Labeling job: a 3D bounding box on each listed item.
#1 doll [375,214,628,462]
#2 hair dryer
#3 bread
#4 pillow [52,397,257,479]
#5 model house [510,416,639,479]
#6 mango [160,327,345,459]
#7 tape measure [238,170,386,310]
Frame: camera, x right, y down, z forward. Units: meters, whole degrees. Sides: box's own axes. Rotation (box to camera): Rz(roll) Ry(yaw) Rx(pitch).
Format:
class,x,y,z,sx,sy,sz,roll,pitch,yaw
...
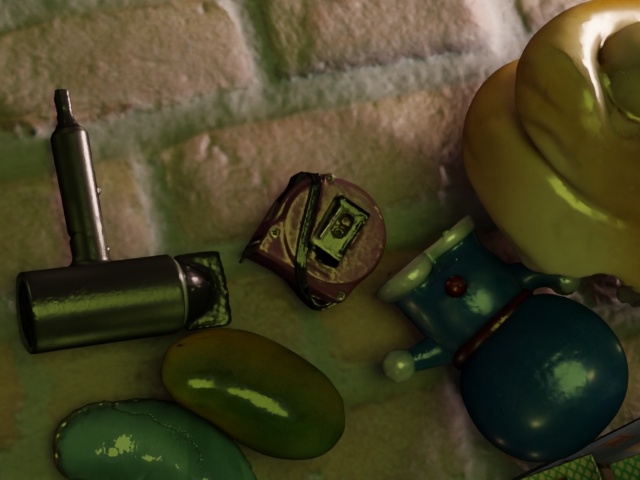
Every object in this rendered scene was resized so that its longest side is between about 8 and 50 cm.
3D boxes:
class,x,y,z,sx,sy,sz,roll,pitch,yaw
doll,0.176,0.101,1.754,0.215,0.161,0.257,-40,80,-6
hair dryer,-0.197,-0.027,1.681,0.195,0.078,0.248,-8,80,-21
bread,0.357,-0.084,1.739,0.424,0.245,0.329,5,62,-20
pillow,-0.164,0.258,1.641,0.214,0.086,0.233,23,74,-9
model house,0.339,0.258,1.743,0.271,0.206,0.178,-19,89,-20
mango,-0.061,0.136,1.672,0.191,0.085,0.122,32,32,-19
tape measure,0.000,0.000,1.735,0.118,0.074,0.125,31,76,-13
